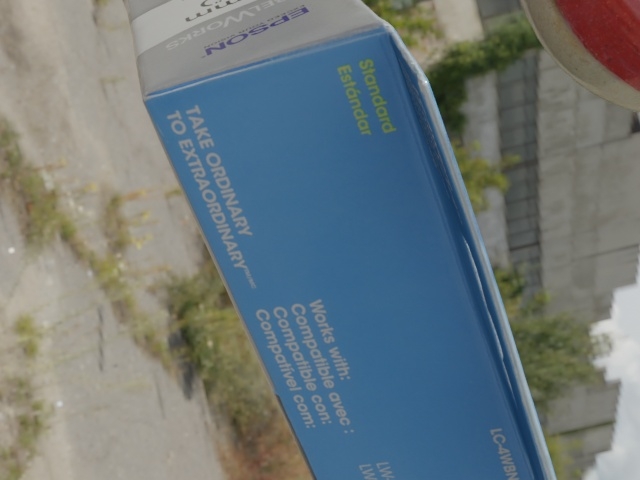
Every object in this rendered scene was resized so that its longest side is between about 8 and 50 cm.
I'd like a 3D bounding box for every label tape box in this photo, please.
[{"bbox_3d":[0.000,0.000,0.579,0.347,0.115,0.249,-112,180,-65],"label":"label tape box"}]

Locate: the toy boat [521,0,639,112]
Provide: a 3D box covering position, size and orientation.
[{"bbox_3d":[0.175,-0.176,0.528,0.151,0.151,0.231,-14,-88,55],"label":"toy boat"}]
